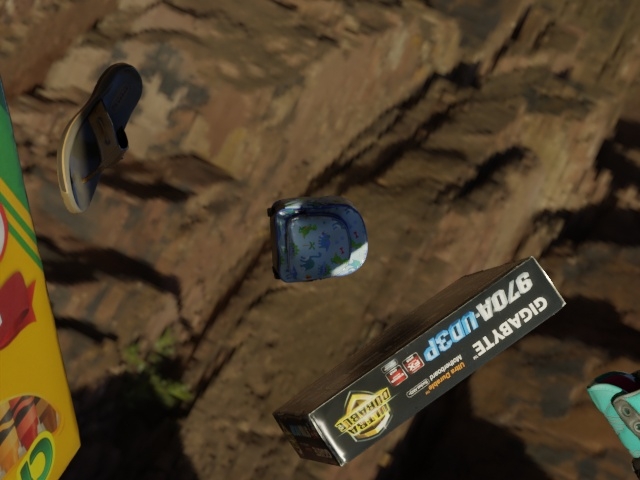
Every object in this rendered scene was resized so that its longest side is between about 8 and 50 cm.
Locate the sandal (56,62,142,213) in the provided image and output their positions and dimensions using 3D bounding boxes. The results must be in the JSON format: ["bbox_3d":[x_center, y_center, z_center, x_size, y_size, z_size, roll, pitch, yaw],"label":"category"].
[{"bbox_3d":[-0.265,-0.132,1.585,0.219,0.060,0.090,-66,150,-32],"label":"sandal"}]

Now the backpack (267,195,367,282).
[{"bbox_3d":[0.000,0.000,1.558,0.084,0.114,0.105,-132,-143,-68],"label":"backpack"}]

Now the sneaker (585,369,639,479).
[{"bbox_3d":[0.291,0.195,1.089,0.295,0.178,0.124,-54,169,7],"label":"sneaker"}]

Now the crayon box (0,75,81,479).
[{"bbox_3d":[-0.205,0.079,0.590,0.202,0.081,0.318,-63,156,-49],"label":"crayon box"}]

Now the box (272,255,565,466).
[{"bbox_3d":[0.073,0.099,1.034,0.220,0.051,0.175,-34,180,-14],"label":"box"}]
